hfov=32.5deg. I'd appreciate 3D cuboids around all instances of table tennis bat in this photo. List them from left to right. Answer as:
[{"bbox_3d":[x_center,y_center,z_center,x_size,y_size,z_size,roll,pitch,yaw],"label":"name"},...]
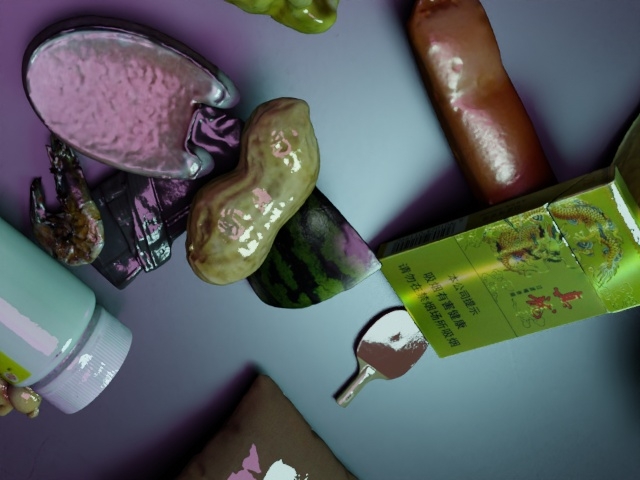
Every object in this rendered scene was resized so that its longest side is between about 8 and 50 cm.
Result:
[{"bbox_3d":[0.075,0.153,1.412,0.087,0.013,0.156,37,97,-24],"label":"table tennis bat"}]

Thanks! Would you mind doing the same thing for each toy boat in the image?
[{"bbox_3d":[-0.207,-0.158,1.178,0.227,0.085,0.155,20,106,-8],"label":"toy boat"}]

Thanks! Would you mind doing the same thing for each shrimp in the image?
[{"bbox_3d":[-0.293,-0.049,1.224,0.091,0.034,0.161,-10,95,18],"label":"shrimp"}]

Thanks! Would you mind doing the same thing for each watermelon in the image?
[{"bbox_3d":[-0.016,0.003,1.264,0.137,0.145,0.193,1,110,-17],"label":"watermelon"}]

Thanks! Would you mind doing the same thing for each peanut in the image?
[{"bbox_3d":[-0.072,-0.052,1.190,0.098,0.103,0.229,36,102,13],"label":"peanut"}]

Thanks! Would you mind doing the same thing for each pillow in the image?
[{"bbox_3d":[-0.083,0.375,1.386,0.308,0.108,0.305,-47,114,-15],"label":"pillow"}]

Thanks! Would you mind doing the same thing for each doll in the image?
[{"bbox_3d":[-0.377,0.185,1.300,0.093,0.051,0.061,-15,119,-5],"label":"doll"}]

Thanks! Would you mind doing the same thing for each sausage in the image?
[{"bbox_3d":[0.191,-0.141,1.284,0.097,0.094,0.348,-34,113,-13],"label":"sausage"}]

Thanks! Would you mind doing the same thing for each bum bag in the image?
[{"bbox_3d":[-0.176,-0.053,1.251,0.248,0.060,0.123,-37,108,5],"label":"bum bag"}]

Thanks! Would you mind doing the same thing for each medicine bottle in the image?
[{"bbox_3d":[-0.333,0.081,1.222,0.139,0.139,0.225,-45,113,6],"label":"medicine bottle"}]

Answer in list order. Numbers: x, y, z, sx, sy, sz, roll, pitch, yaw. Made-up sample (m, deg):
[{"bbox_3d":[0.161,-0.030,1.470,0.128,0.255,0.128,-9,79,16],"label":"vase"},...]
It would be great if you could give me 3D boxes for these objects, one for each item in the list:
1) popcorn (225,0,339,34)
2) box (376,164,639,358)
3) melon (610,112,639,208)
[{"bbox_3d":[-0.044,-0.352,1.081,0.242,0.235,0.250,9,130,-40],"label":"popcorn"},{"bbox_3d":[0.238,0.033,1.301,0.311,0.043,0.173,-19,119,30],"label":"box"},{"bbox_3d":[0.457,-0.090,1.339,0.196,0.124,0.323,20,82,-4],"label":"melon"}]
